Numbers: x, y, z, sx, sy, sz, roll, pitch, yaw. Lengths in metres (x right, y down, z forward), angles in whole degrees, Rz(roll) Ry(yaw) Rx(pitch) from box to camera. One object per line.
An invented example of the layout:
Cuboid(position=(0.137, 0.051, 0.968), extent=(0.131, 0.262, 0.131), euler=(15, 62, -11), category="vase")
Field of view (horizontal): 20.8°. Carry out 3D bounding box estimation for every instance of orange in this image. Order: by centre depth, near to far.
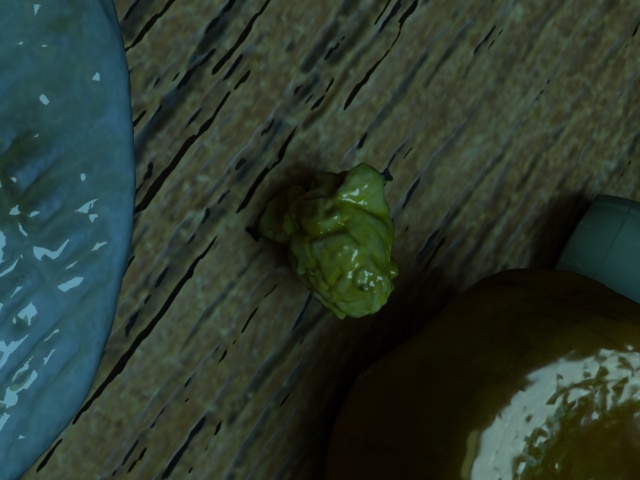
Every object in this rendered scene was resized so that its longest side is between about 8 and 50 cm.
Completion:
Cuboid(position=(0.115, 0.137, 0.962), extent=(0.249, 0.183, 0.249), euler=(-3, 97, -22), category="orange")

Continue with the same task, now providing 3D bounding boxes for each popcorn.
Cuboid(position=(0.000, 0.000, 0.899), extent=(0.084, 0.084, 0.084), euler=(-13, 112, -36), category="popcorn")

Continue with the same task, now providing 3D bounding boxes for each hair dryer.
Cuboid(position=(0.264, 0.061, 1.084), extent=(0.075, 0.206, 0.237), euler=(-60, 156, 0), category="hair dryer")

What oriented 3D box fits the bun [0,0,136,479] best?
Cuboid(position=(-0.231, -0.022, 0.612), extent=(0.354, 0.194, 0.354), euler=(-10, 108, -36), category="bun")
